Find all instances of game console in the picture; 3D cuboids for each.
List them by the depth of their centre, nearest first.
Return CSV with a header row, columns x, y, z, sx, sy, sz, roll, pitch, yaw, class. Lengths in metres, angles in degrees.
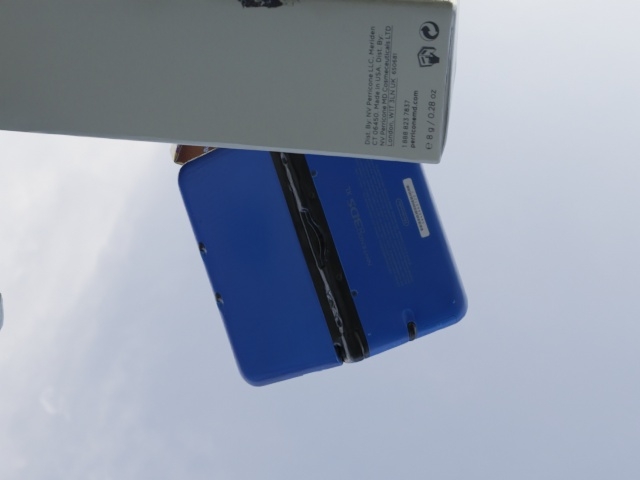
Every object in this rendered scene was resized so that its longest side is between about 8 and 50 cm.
x,y,z,sx,sy,sz,roll,pitch,yaw,class
0.000,0.000,1.092,0.250,0.173,0.293,-17,-92,-26,game console

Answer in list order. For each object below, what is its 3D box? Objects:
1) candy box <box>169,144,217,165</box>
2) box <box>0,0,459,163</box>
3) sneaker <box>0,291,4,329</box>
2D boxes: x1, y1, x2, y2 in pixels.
x,y,z,sx,sy,sz,roll,pitch,yaw,class
-0.101,-0.133,1.239,0.186,0.109,0.053,17,-161,-24,candy box
-0.055,-0.116,0.549,0.275,0.094,0.113,5,-154,7,box
-0.465,0.061,0.908,0.275,0.110,0.107,2,-150,-21,sneaker
